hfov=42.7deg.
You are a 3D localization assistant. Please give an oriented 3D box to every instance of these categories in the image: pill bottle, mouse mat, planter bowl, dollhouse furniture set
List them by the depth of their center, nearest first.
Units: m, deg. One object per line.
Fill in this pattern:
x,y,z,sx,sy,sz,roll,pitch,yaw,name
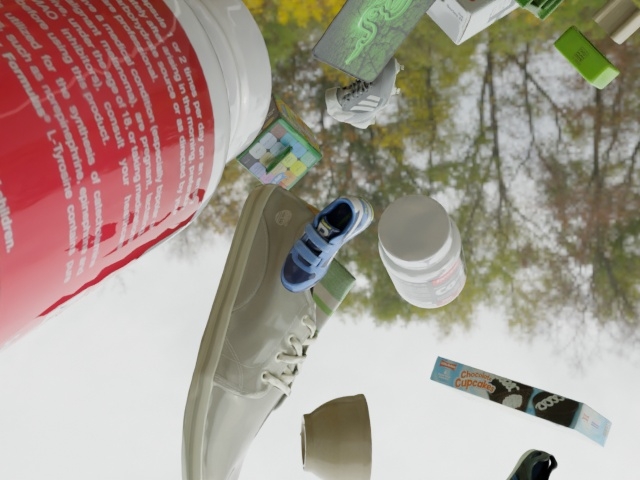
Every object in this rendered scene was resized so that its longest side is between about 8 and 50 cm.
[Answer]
-0.204,-0.065,0.518,0.229,0.229,0.408,4,-155,27,pill bottle
0.436,-0.378,1.111,0.301,0.197,0.151,-45,166,26,dollhouse furniture set
0.085,-0.323,1.197,0.153,0.189,0.007,12,-147,-49,mouse mat
0.022,0.345,1.401,0.109,0.162,0.162,0,-160,-6,planter bowl
0.205,0.025,1.639,0.161,0.161,0.283,-3,160,13,pill bottle

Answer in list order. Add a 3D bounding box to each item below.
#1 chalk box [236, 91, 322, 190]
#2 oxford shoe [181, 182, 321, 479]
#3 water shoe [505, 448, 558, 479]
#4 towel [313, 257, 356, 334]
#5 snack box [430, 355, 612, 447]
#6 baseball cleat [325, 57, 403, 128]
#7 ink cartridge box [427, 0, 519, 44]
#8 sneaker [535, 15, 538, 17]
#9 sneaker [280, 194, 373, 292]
-0.090,-0.192,1.708,0.132,0.132,0.213,-41,-152,13,chalk box
-0.075,0.140,1.060,0.130,0.449,0.169,11,163,10,oxford shoe
0.414,0.518,1.676,0.203,0.073,0.080,-60,-167,-18,water shoe
-0.087,0.138,1.601,0.038,0.325,0.248,20,-162,-46,towel
0.403,0.325,1.663,0.322,0.060,0.187,14,167,40,snack box
0.068,-0.257,1.441,0.109,0.072,0.206,8,155,-11,baseball cleat
0.256,-0.433,1.316,0.208,0.153,0.087,-34,165,-18,ink cartridge box
0.373,-0.433,1.436,0.037,0.083,0.032,-7,178,-44,sneaker
0.000,0.000,0.976,0.053,0.144,0.059,41,-176,16,sneaker
